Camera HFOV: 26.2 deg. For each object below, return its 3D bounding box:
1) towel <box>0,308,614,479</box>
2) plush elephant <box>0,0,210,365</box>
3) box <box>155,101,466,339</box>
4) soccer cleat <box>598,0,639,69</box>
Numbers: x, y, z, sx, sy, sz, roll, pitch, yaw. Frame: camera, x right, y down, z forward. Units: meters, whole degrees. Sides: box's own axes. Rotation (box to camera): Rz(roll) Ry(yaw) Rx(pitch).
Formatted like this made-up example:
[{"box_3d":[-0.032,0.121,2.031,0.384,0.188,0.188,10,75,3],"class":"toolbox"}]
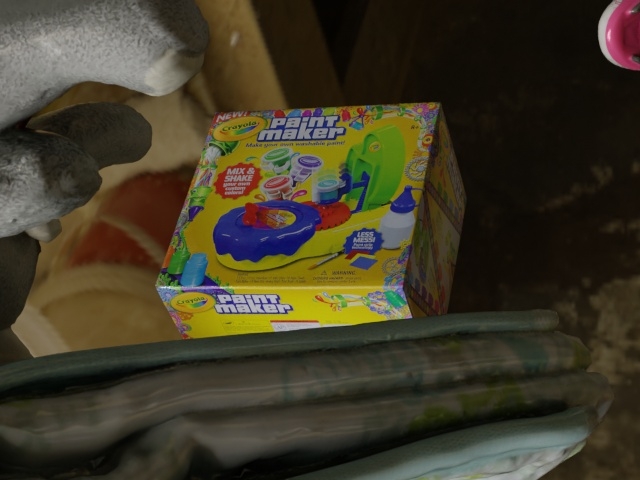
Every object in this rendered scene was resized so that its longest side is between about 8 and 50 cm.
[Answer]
[{"box_3d":[-0.076,0.139,0.706,0.374,0.090,0.320,-3,157,-31],"class":"towel"},{"box_3d":[-0.199,-0.047,0.735,0.330,0.272,0.255,-39,148,-4],"class":"plush elephant"},{"box_3d":[0.000,0.000,1.617,0.289,0.279,0.177,-1,139,19],"class":"box"},{"box_3d":[0.456,-0.297,1.760,0.143,0.331,0.116,22,128,54],"class":"soccer cleat"}]
